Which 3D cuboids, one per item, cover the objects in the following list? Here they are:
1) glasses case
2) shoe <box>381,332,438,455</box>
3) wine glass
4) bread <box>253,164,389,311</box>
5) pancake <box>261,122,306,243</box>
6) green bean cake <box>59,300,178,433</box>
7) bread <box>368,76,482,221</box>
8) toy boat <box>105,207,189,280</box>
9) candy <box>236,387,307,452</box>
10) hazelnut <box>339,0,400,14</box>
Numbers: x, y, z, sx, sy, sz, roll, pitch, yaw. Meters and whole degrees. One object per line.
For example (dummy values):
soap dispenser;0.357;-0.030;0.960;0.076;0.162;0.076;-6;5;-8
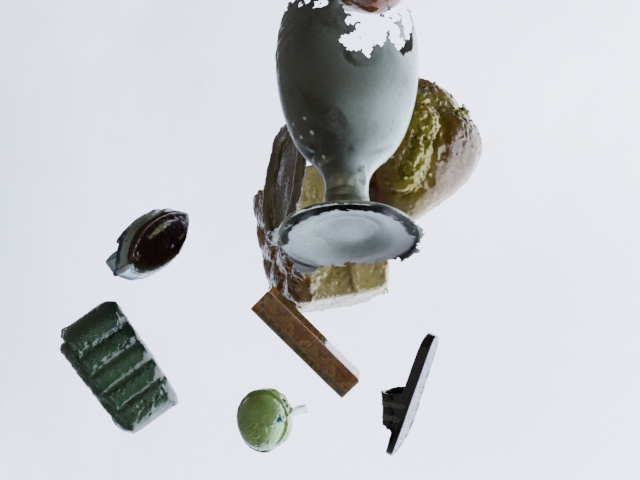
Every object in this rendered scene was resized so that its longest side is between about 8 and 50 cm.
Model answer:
glasses case;-0.025;0.175;1.658;0.049;0.218;0.075;-45;-179;5
shoe;0.114;0.209;1.347;0.049;0.071;0.179;20;-85;20
wine glass;0.032;-0.146;1.189;0.190;0.190;0.357;-30;-130;49
bread;0.000;0.000;1.958;0.279;0.207;0.279;141;-60;-68
pancake;-0.056;-0.088;1.441;0.199;0.021;0.199;-172;-90;-72
green bean cake;-0.499;0.309;2.341;0.300;0.169;0.308;56;-15;-4
bread;0.140;-0.147;1.482;0.195;0.246;0.176;52;-39;-1
toy boat;-0.373;0.008;2.054;0.115;0.262;0.114;-15;-68;40
candy;-0.061;0.290;1.599;0.093;0.335;0.092;44;-87;14
hazelnut;0.081;-0.488;1.676;0.182;0.182;0.182;-11;-103;54
